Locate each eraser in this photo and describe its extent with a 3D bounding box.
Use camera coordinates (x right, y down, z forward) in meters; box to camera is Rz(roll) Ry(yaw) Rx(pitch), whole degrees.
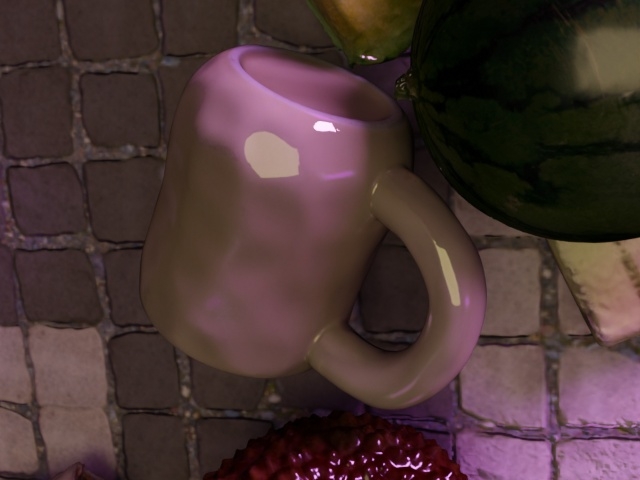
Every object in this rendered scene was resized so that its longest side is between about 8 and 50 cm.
[{"bbox_3d":[0.268,-0.002,0.576,0.172,0.058,0.117,-25,95,17],"label":"eraser"}]

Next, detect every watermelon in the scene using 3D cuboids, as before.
[{"bbox_3d":[0.174,-0.115,0.475,0.242,0.242,0.242,3,103,12],"label":"watermelon"}]

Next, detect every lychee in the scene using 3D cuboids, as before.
[{"bbox_3d":[0.007,0.271,0.589,0.276,0.276,0.304,30,132,5],"label":"lychee"}]

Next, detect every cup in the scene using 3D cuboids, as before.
[{"bbox_3d":[-0.018,-0.002,0.536,0.173,0.255,0.202,3,124,-31],"label":"cup"}]

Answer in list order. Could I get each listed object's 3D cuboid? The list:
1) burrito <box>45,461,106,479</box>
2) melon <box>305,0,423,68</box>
[{"bbox_3d":[-0.317,0.324,0.757,0.299,0.105,0.143,-24,87,17],"label":"burrito"},{"bbox_3d":[0.076,-0.332,0.469,0.343,0.226,0.331,-32,96,6],"label":"melon"}]
